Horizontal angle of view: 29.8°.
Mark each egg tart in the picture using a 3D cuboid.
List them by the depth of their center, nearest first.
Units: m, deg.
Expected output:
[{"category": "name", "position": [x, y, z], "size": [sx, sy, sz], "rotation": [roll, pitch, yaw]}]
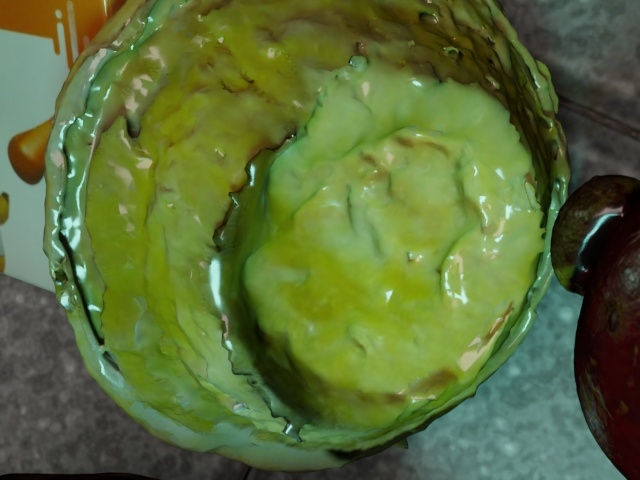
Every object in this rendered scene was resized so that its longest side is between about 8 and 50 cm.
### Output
[{"category": "egg tart", "position": [0.018, -0.005, 0.685], "size": [0.132, 0.345, 0.345], "rotation": [34, 102, 60]}]

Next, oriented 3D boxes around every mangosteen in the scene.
[{"category": "mangosteen", "position": [0.225, 0.034, 0.661], "size": [0.215, 0.215, 0.257], "rotation": [-52, 39, 12]}]

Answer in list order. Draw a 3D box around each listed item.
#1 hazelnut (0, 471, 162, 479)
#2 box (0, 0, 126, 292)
[{"category": "hazelnut", "position": [-0.130, 0.300, 0.684], "size": [0.359, 0.409, 0.359], "rotation": [-23, 60, 47]}, {"category": "box", "position": [-0.160, -0.149, 0.773], "size": [0.225, 0.143, 0.341], "rotation": [16, 119, 33]}]
